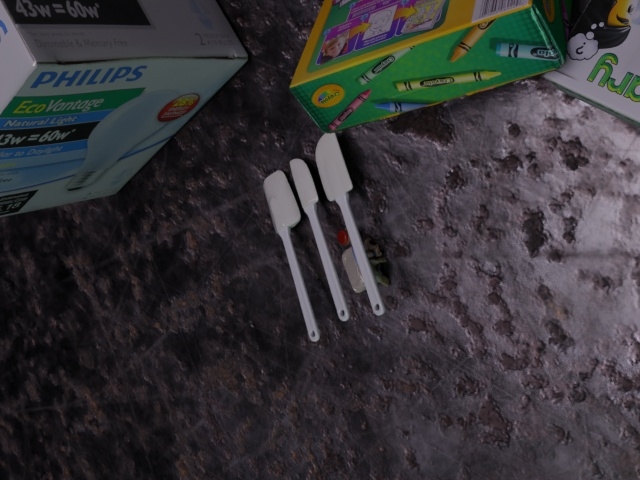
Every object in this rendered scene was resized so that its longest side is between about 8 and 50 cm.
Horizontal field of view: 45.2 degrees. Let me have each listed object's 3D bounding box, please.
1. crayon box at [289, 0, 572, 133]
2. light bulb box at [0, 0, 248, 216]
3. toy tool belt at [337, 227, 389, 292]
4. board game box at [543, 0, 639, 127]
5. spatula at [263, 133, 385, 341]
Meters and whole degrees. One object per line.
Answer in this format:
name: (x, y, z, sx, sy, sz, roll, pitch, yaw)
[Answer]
crayon box: (0.114, -0.225, 0.804, 0.278, 0.165, 0.081, -10, 137, 36)
light bulb box: (-0.359, -0.219, 1.019, 0.361, 0.358, 0.225, -36, 81, 36)
toy tool belt: (0.056, 0.023, 0.982, 0.052, 0.051, 0.083, -39, 64, 50)
board game box: (0.365, -0.160, 0.645, 0.305, 0.053, 0.193, 39, 105, 39)
spatula: (0.000, 0.000, 0.992, 0.168, 0.019, 0.242, -29, 72, 41)
